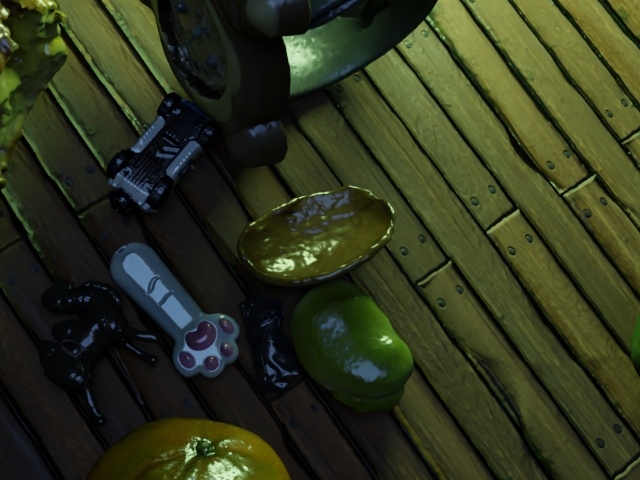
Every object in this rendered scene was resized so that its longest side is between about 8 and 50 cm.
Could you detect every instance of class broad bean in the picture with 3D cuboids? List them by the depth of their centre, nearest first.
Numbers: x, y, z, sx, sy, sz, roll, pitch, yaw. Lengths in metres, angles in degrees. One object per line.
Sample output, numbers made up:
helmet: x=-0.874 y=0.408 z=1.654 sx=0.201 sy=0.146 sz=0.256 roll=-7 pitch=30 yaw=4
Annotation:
broad bean: x=0.038 y=0.133 z=1.207 sx=0.174 sy=0.082 sz=0.124 roll=42 pitch=69 yaw=15

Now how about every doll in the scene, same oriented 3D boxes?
doll: x=-0.279 y=0.119 z=1.169 sx=0.165 sy=0.057 sz=0.139 roll=37 pitch=73 yaw=12

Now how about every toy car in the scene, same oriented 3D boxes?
toy car: x=-0.203 y=-0.102 z=1.235 sx=0.080 sy=0.070 sz=0.170 roll=35 pitch=70 yaw=2

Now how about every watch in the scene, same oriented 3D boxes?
watch: x=-0.012 y=-0.303 z=1.181 sx=0.327 sy=0.335 sz=0.314 roll=-26 pitch=80 yaw=-25

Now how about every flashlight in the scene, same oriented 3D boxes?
flashlight: x=-0.181 y=0.082 z=1.198 sx=0.093 sy=0.047 sz=0.200 roll=-41 pitch=84 yaw=-18

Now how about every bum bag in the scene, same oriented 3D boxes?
bum bag: x=-0.063 y=0.127 z=1.210 sx=0.058 sy=0.034 sz=0.124 roll=-16 pitch=76 yaw=1

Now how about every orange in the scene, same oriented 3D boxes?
orange: x=-0.140 y=0.287 z=1.053 sx=0.240 sy=0.240 sz=0.171 roll=3 pitch=116 yaw=-8

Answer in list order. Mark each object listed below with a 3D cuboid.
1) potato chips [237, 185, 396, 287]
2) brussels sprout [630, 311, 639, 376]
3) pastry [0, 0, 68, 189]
potato chips: x=0.000 y=0.000 z=1.239 sx=0.202 sy=0.049 sz=0.150 roll=-32 pitch=54 yaw=-15
brussels sprout: x=0.527 y=0.128 z=1.205 sx=0.272 sy=0.219 sz=0.210 roll=8 pitch=76 yaw=10
pastry: x=-0.495 y=-0.194 z=1.100 sx=0.338 sy=0.292 sz=0.405 roll=18 pitch=68 yaw=-3
